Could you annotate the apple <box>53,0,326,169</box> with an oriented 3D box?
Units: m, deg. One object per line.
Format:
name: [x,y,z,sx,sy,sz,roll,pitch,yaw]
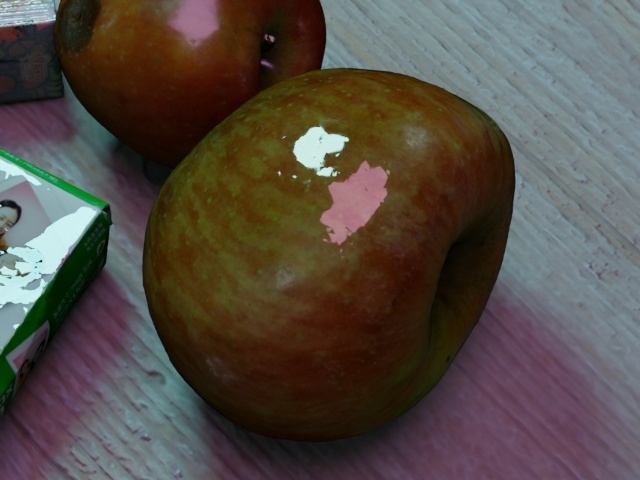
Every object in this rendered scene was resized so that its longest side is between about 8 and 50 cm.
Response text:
apple: [-0.113,-0.166,1.644,0.230,0.230,0.230,2,61,-4]

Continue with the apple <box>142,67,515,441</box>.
apple: [0.000,0.000,1.533,0.250,0.277,0.309,23,50,24]

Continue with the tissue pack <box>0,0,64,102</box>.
tissue pack: [-0.298,-0.166,1.689,0.148,0.108,0.060,-6,60,-10]

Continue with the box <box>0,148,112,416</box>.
box: [-0.296,0.047,1.573,0.180,0.103,0.250,27,62,11]
